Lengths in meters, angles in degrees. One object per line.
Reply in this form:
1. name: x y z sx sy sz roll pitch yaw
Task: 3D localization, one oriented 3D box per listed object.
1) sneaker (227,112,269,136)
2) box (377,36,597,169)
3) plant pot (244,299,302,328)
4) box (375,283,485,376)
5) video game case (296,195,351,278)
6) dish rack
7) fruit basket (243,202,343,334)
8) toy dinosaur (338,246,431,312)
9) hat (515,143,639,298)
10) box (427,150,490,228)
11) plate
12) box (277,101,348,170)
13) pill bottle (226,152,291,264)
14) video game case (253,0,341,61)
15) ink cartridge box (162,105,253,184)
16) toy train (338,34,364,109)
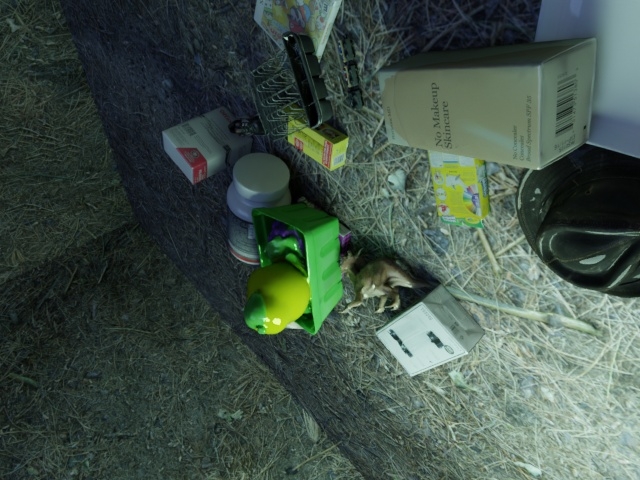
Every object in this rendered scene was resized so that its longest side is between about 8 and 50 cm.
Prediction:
1. sneaker: -0.225 -0.351 1.278 0.178 0.077 0.072 12 129 49
2. box: 0.242 -0.223 0.652 0.311 0.121 0.148 29 141 54
3. plant pot: -0.123 0.183 1.491 0.284 0.284 0.191 15 97 48
4. box: 0.285 0.254 1.119 0.169 0.087 0.290 49 148 12
5. video game case: 0.000 0.000 1.324 0.210 0.041 0.232 39 145 26
6. dish rack: -0.092 -0.357 1.001 0.271 0.074 0.208 -4 107 49
7. fruit basket: -0.109 0.109 1.168 0.282 0.392 0.392 26 138 40
8. toy dinosaur: 0.151 0.097 1.144 0.295 0.127 0.201 -16 69 42
9. hat: 0.433 -0.015 0.619 0.331 0.134 0.331 35 143 32
10. box: 0.283 -0.113 0.825 0.105 0.043 0.179 14 127 48
11. plate: 0.402 -0.245 0.501 0.278 0.045 0.277 38 146 44
12. box: -0.030 -0.282 1.087 0.232 0.058 0.087 39 143 26
13. pill bottle: -0.207 -0.097 1.358 0.210 0.210 0.363 44 147 19
14. video game case: -0.063 -0.529 0.935 0.227 0.026 0.206 50 149 10
15. ink cartridge box: -0.371 -0.321 1.356 0.172 0.237 0.100 49 151 11
16. toy train: 0.067 -0.369 0.904 0.036 0.027 0.158 31 143 53
